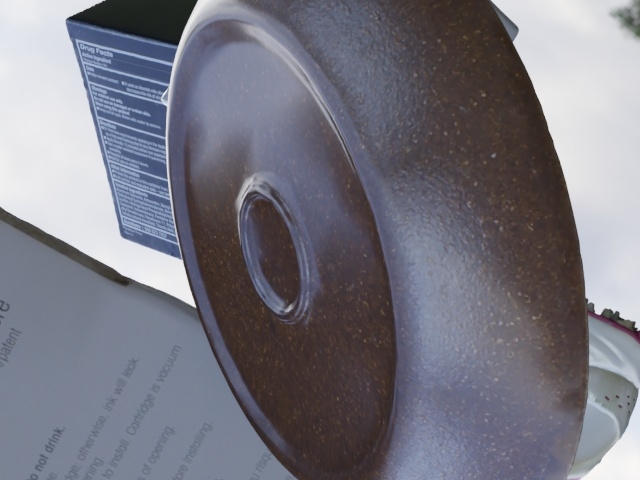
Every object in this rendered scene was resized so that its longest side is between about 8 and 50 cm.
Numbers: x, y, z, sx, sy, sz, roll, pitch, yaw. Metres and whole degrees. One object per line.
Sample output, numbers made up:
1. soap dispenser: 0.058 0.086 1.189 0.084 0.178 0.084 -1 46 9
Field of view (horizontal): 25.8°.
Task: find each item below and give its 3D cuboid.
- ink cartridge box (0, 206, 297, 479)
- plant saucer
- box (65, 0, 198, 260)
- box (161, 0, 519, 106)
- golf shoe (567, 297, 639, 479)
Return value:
1. ink cartridge box: -0.069 0.184 0.523 0.307 0.303 0.072 29 175 -6
2. plant saucer: 0.000 0.000 0.399 0.036 0.198 0.198 -14 -125 -25
3. box: -0.101 -0.130 1.588 0.296 0.294 0.183 18 -138 37
4. box: 0.013 -0.127 1.021 0.182 0.181 0.119 27 173 46
5. golf shoe: 0.094 0.079 1.056 0.306 0.140 0.115 21 179 27
